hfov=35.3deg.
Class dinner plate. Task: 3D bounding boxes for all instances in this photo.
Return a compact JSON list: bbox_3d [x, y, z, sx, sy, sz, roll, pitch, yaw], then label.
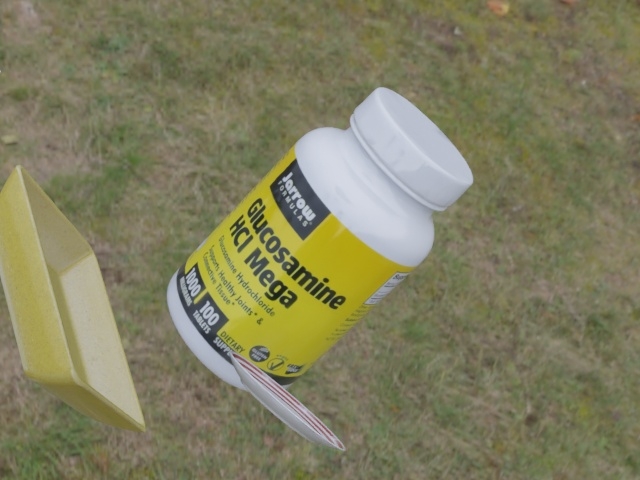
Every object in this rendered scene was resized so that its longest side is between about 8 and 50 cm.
[{"bbox_3d":[-0.034,0.154,0.939,0.141,0.141,0.017,37,87,23],"label":"dinner plate"}]

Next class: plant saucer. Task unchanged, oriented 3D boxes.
[{"bbox_3d":[-0.373,0.107,1.454,0.081,0.333,0.333,-21,67,-3],"label":"plant saucer"}]

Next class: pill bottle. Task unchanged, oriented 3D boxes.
[{"bbox_3d":[0.000,0.000,1.101,0.188,0.334,0.188,37,22,-18],"label":"pill bottle"}]
